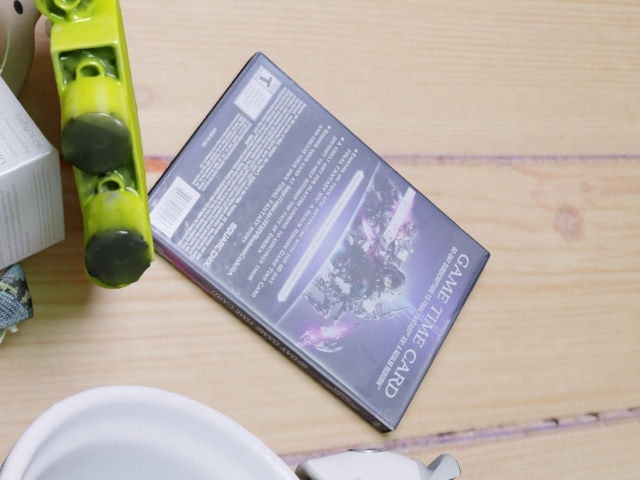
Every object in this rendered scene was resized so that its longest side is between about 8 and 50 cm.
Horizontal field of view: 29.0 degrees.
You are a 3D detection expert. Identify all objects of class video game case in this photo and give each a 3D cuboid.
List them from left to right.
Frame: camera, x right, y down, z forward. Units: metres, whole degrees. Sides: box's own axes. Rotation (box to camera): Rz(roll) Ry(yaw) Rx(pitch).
[{"bbox_3d":[0.000,0.000,1.028,0.274,0.026,0.196,41,60,-14],"label":"video game case"}]

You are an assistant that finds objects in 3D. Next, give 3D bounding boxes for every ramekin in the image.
[{"bbox_3d":[-0.113,0.241,0.771,0.277,0.135,0.277,33,33,-25],"label":"ramekin"}]

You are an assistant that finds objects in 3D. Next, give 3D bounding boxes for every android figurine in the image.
[{"bbox_3d":[-0.155,-0.096,0.852,0.056,0.248,0.273,-10,37,-7],"label":"android figurine"}]

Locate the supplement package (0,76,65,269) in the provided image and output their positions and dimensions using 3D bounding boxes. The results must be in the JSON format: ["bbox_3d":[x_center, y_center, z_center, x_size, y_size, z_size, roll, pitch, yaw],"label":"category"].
[{"bbox_3d":[-0.272,-0.026,0.807,0.179,0.105,0.105,-29,65,-24],"label":"supplement package"}]

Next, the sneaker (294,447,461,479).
[{"bbox_3d":[0.025,0.313,0.897,0.146,0.122,0.331,8,60,-15],"label":"sneaker"}]

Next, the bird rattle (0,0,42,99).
[{"bbox_3d":[-0.293,-0.149,0.856,0.207,0.143,0.254,30,65,-36],"label":"bird rattle"}]

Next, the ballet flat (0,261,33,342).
[{"bbox_3d":[-0.269,0.081,0.835,0.188,0.070,0.070,-38,95,-28],"label":"ballet flat"}]
